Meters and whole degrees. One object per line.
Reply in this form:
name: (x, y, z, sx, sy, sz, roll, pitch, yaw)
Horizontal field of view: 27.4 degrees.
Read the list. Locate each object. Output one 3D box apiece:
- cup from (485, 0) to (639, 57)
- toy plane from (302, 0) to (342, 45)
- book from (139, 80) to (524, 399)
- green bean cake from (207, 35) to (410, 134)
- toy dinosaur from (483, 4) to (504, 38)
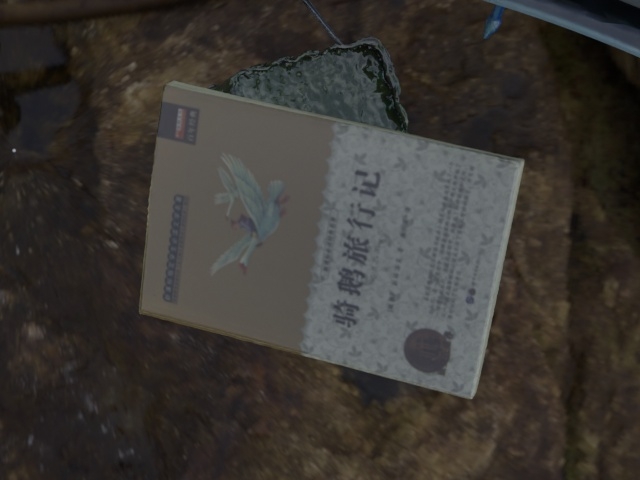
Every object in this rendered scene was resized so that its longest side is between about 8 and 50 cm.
cup: (0.217, -0.275, 0.845, 0.311, 0.331, 0.256, 23, 93, 8)
toy plane: (-0.049, -0.295, 1.320, 0.058, 0.226, 0.226, -36, 78, 24)
book: (0.000, 0.000, 1.113, 0.310, 0.021, 0.216, 13, 111, 13)
green bean cake: (0.000, -0.118, 1.704, 0.241, 0.132, 0.255, -20, 91, -27)
toy dinosaur: (0.217, -0.302, 1.229, 0.076, 0.144, 0.329, 32, 125, 7)
